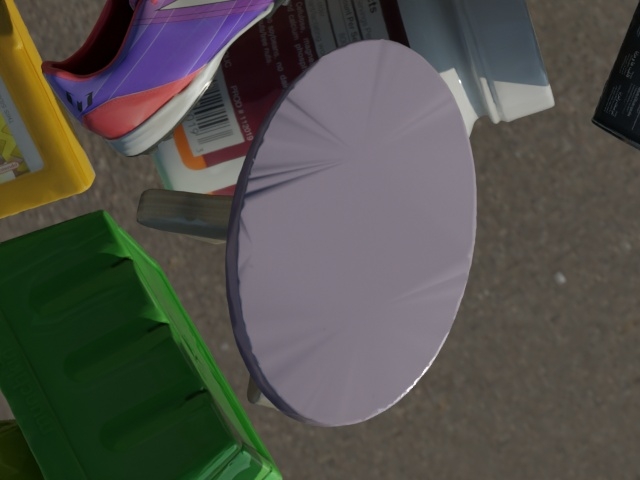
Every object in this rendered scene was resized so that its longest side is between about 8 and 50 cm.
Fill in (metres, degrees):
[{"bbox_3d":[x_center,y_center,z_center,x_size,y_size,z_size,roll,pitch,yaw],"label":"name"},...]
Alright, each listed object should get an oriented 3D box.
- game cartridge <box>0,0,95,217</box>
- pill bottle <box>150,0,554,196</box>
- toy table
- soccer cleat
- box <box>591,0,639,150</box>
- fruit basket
[{"bbox_3d":[-0.457,-0.165,1.800,0.285,0.053,0.324,-17,114,16],"label":"game cartridge"},{"bbox_3d":[0.024,-0.172,1.563,0.392,0.224,0.224,-16,137,10],"label":"pill bottle"},{"bbox_3d":[0.000,0.000,1.134,0.252,0.161,0.274,26,75,-14],"label":"toy table"},{"bbox_3d":[-0.105,-0.222,1.315,0.116,0.108,0.318,39,91,-34],"label":"soccer cleat"},{"bbox_3d":[0.391,-0.261,1.423,0.257,0.079,0.322,-31,147,-48],"label":"box"},{"bbox_3d":[-0.269,0.207,1.527,0.392,0.392,0.283,-30,155,3],"label":"fruit basket"}]
